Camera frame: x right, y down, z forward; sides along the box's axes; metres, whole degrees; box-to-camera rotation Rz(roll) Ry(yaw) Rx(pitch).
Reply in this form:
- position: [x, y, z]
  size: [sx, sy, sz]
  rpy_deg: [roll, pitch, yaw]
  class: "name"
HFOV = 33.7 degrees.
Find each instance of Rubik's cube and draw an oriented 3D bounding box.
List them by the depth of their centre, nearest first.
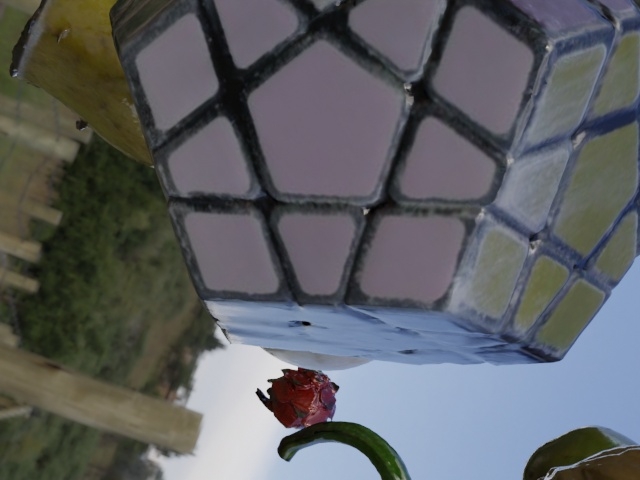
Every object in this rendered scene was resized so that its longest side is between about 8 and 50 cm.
- position: [0.040, -0.074, 0.568]
  size: [0.319, 0.319, 0.264]
  rpy_deg: [139, -41, -71]
  class: "Rubik's cube"

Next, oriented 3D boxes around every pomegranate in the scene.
- position: [0.322, 0.309, 1.243]
  size: [0.179, 0.179, 0.210]
  rpy_deg: [-67, 166, 3]
  class: "pomegranate"

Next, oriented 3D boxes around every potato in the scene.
- position: [-0.119, -0.250, 1.111]
  size: [0.397, 0.296, 0.290]
  rpy_deg: [-52, -163, 23]
  class: "potato"

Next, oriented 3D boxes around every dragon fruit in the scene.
- position: [-0.034, 0.272, 1.833]
  size: [0.121, 0.130, 0.142]
  rpy_deg: [-35, 165, -22]
  class: "dragon fruit"

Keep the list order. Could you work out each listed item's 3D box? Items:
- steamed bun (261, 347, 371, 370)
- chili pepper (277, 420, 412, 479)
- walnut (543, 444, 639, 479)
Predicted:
- position: [0.000, 0.000, 0.800]
  size: [0.130, 0.177, 0.228]
  rpy_deg: [-75, 165, -63]
  class: "steamed bun"
- position: [0.020, 0.187, 0.390]
  size: [0.100, 0.074, 0.256]
  rpy_deg: [-126, -140, -55]
  class: "chili pepper"
- position: [0.256, 0.289, 0.832]
  size: [0.261, 0.225, 0.225]
  rpy_deg: [56, -44, 28]
  class: "walnut"
